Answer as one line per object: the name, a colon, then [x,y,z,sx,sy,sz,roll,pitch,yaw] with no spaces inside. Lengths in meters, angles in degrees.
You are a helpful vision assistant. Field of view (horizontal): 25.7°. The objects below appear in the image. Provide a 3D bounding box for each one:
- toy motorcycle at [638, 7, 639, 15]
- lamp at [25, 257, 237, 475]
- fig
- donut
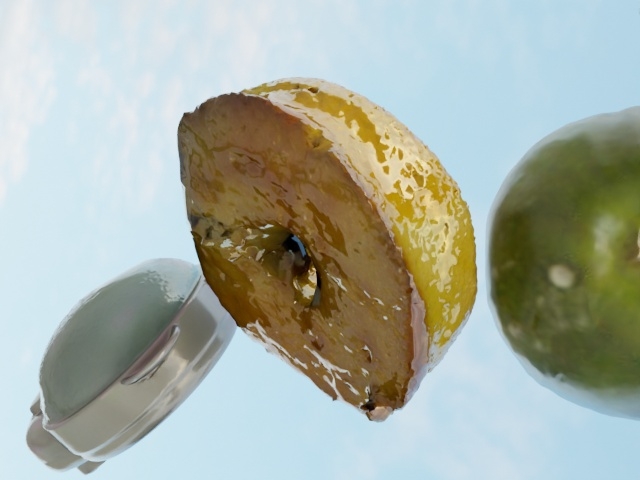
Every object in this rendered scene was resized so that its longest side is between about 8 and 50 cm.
toy motorcycle: [0.300,-0.152,0.844,0.150,0.221,0.102,-26,109,-80]
lamp: [-0.165,0.096,1.121,0.246,0.108,0.179,-40,-172,41]
fig: [0.246,0.005,1.035,0.233,0.314,0.233,7,-72,22]
donut: [0.001,0.002,0.955,0.253,0.118,0.253,38,-27,24]
